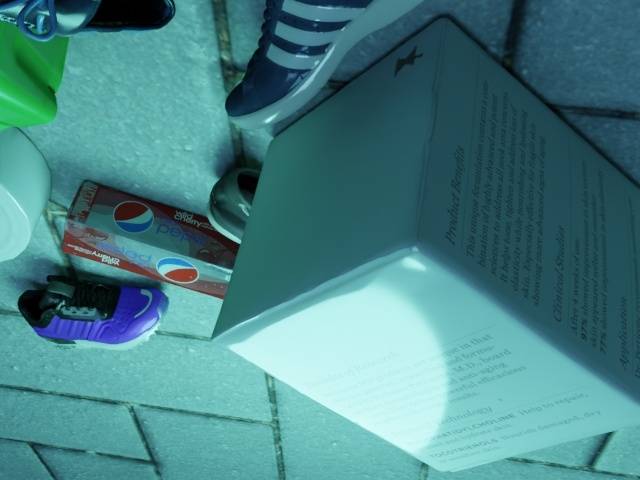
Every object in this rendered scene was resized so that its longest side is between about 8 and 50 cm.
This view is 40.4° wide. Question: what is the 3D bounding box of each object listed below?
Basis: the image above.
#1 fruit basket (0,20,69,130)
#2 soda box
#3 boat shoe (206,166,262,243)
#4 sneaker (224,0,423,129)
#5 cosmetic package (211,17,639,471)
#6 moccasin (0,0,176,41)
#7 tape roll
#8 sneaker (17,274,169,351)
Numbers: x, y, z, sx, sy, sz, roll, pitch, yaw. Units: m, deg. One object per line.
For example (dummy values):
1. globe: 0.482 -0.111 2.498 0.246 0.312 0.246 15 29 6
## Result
1. fruit basket: -0.489 -0.271 0.902 0.392 0.282 0.392 2 160 1
2. soda box: -0.250 0.001 1.321 0.263 0.083 0.092 18 143 -7
3. boat shoe: 0.000 0.000 1.229 0.335 0.112 0.095 26 146 -13
4. sneaker: -0.018 -0.252 0.898 0.148 0.131 0.350 37 132 -20
5. cosmetic package: 0.150 0.028 1.041 0.394 0.329 0.327 34 139 -26
6. moccasin: -0.242 -0.257 0.803 0.117 0.342 0.137 33 114 13
7. tape roll: -0.548 -0.087 1.274 0.286 0.100 0.286 8 144 6
8. sneaker: -0.407 0.116 1.502 0.294 0.102 0.146 -10 138 27
